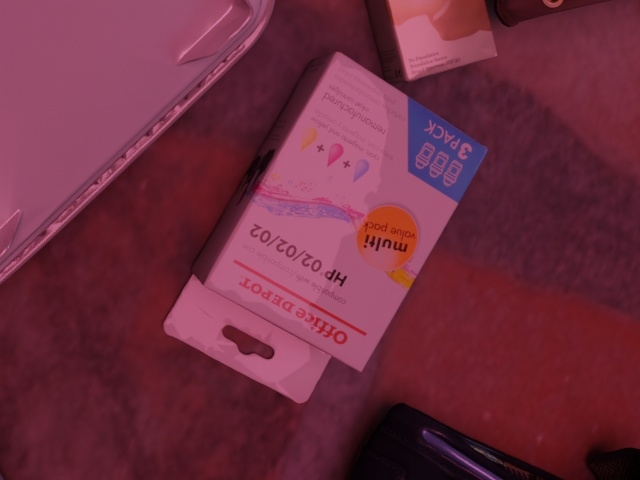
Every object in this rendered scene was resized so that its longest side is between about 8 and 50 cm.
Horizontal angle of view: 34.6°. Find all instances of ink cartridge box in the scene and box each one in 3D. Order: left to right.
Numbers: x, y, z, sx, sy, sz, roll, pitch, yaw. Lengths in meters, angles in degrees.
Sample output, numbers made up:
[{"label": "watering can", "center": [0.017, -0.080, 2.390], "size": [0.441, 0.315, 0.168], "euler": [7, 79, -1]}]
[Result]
[{"label": "ink cartridge box", "center": [0.000, 0.000, 0.576], "size": [0.104, 0.061, 0.181], "euler": [30, 89, -15]}]

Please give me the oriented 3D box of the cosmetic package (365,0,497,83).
[{"label": "cosmetic package", "center": [0.055, -0.152, 0.584], "size": [0.060, 0.041, 0.115], "euler": [-18, 100, -11]}]

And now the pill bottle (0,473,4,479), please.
[{"label": "pill bottle", "center": [-0.241, 0.188, 0.516], "size": [0.184, 0.103, 0.103], "euler": [-21, 101, -11]}]

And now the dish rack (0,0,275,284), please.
[{"label": "dish rack", "center": [-0.172, -0.124, 0.432], "size": [0.285, 0.072, 0.333], "euler": [-44, 135, -4]}]

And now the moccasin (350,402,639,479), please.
[{"label": "moccasin", "center": [0.184, 0.180, 0.606], "size": [0.342, 0.137, 0.117], "euler": [16, 88, -16]}]

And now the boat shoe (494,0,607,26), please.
[{"label": "boat shoe", "center": [0.253, -0.179, 0.596], "size": [0.324, 0.116, 0.097], "euler": [-4, 102, -9]}]
